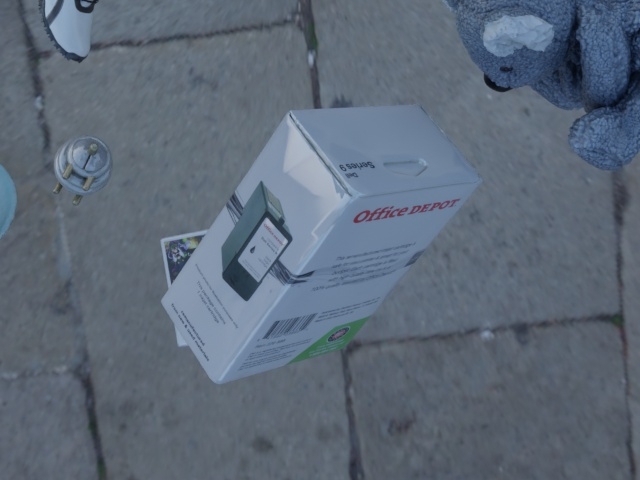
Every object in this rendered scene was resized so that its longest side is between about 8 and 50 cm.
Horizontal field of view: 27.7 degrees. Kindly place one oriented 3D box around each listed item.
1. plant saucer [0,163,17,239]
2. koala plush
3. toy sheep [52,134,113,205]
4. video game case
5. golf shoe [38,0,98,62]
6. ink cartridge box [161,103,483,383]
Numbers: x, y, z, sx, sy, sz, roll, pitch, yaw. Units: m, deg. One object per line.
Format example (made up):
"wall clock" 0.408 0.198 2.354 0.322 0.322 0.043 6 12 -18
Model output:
"plant saucer" -0.212 0.009 0.494 0.195 0.195 0.037 0 118 -1
"koala plush" 0.229 -0.212 1.294 0.221 0.196 0.203 13 120 -21
"toy sheep" -0.333 -0.104 1.821 0.091 0.132 0.091 9 70 -26
"video game case" -0.152 0.066 1.984 0.190 0.022 0.173 -10 89 30
"golf shoe" -0.310 -0.331 1.671 0.094 0.077 0.198 -6 90 28
"ink cartridge box" 0.000 0.000 1.344 0.121 0.211 0.289 54 127 23
